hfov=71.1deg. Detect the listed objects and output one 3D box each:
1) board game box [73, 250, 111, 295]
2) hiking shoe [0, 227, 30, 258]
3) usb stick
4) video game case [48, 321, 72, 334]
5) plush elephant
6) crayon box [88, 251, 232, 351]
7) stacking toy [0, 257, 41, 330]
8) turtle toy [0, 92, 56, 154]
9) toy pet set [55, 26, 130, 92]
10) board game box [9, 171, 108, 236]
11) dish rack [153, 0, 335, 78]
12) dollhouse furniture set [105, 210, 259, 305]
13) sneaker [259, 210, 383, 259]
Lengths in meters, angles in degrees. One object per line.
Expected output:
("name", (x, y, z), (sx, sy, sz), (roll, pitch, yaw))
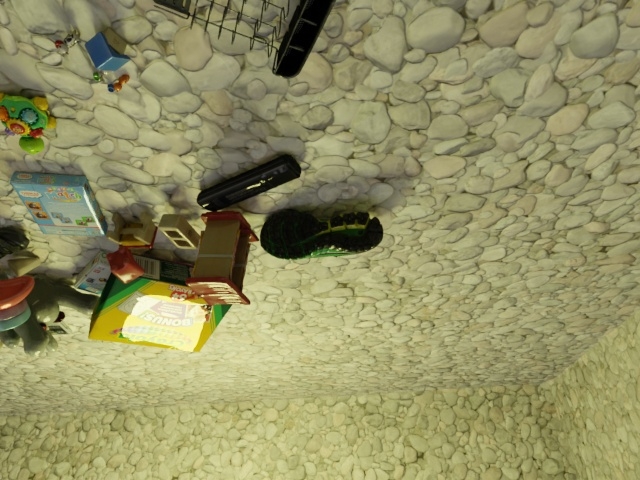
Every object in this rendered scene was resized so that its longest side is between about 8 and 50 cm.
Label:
("board game box", (-0.610, 0.143, 1.465), (0.305, 0.053, 0.193), (26, 136, -37))
("hiking shoe", (-0.906, 0.041, 1.233), (0.226, 0.114, 0.086), (-12, 146, 14))
("usb stick", (-0.175, -0.134, 1.081), (0.278, 0.045, 0.077), (-19, 151, 23))
("video game case", (-1.101, 0.328, 1.745), (0.190, 0.022, 0.173), (-1, 146, -4))
("plush elephant", (-0.932, 0.262, 1.448), (0.330, 0.272, 0.255), (31, 128, 1))
("crayon box", (-0.496, 0.209, 1.420), (0.362, 0.106, 0.313), (17, 125, -32))
("stacking toy", (-0.951, 0.162, 1.248), (0.308, 0.279, 0.130), (1, 114, -10))
("turtle toy", (-0.583, -0.230, 0.885), (0.095, 0.066, 0.130), (3, 146, -9))
("toy pet set", (-0.386, -0.307, 0.782), (0.114, 0.065, 0.122), (-20, 143, 25))
("board game box", (-0.647, -0.085, 1.127), (0.160, 0.039, 0.211), (3, 147, -8))
("dish rack", (-0.123, -0.384, 0.676), (0.271, 0.074, 0.208), (13, 143, -22))
("dollhouse furniture set", (-0.365, 0.047, 1.162), (0.374, 0.201, 0.152), (-1, 151, 13))
("sneaker", (0.000, 0.000, 1.222), (0.343, 0.134, 0.146), (2, 168, 10))
